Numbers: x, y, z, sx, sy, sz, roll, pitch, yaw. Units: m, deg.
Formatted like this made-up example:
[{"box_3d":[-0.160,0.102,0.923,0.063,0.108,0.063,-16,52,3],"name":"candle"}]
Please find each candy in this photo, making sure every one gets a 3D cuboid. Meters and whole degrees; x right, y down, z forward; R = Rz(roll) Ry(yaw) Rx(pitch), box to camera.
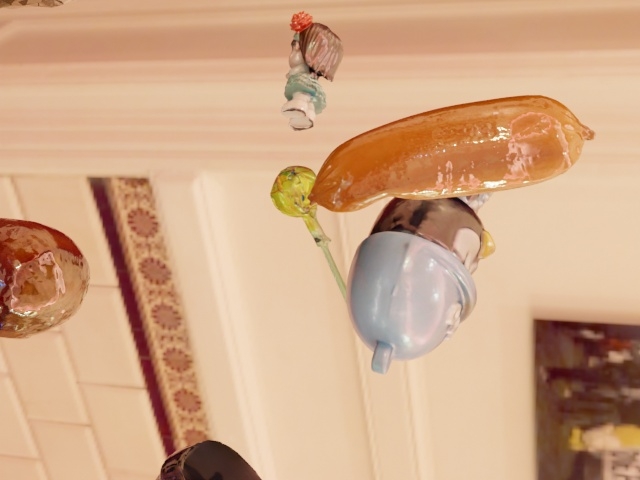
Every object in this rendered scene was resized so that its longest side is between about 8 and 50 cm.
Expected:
[{"box_3d":[0.000,0.000,1.199,0.194,0.062,0.058,64,10,-6],"name":"candy"}]

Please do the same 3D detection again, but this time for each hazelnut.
[{"box_3d":[-0.467,0.046,1.550,0.208,0.208,0.208,2,90,-72],"name":"hazelnut"}]

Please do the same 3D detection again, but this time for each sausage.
[{"box_3d":[0.079,-0.055,0.622,0.062,0.183,0.054,-88,167,-55],"name":"sausage"}]

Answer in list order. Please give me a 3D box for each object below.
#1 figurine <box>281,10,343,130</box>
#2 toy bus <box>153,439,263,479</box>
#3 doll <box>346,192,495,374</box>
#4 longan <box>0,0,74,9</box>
[{"box_3d":[-0.013,-0.155,0.913,0.060,0.047,0.106,31,58,-33],"name":"figurine"},{"box_3d":[-0.085,0.372,1.076,0.147,0.302,0.127,-50,162,22],"name":"toy bus"},{"box_3d":[0.119,0.011,1.103,0.177,0.141,0.314,80,33,-58],"name":"doll"},{"box_3d":[-0.344,-0.440,1.092,0.391,0.391,0.391,2,90,-72],"name":"longan"}]
